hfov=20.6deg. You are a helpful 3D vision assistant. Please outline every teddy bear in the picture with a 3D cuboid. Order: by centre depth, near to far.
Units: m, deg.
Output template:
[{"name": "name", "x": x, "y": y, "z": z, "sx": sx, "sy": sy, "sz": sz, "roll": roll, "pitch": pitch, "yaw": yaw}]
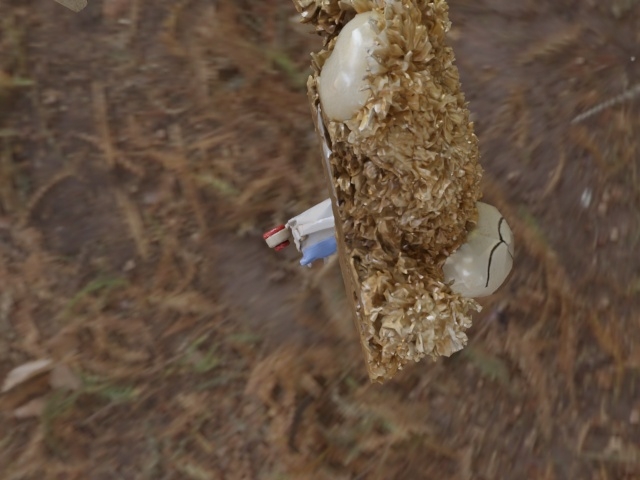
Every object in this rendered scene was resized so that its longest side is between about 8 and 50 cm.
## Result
[{"name": "teddy bear", "x": 0.056, "y": -0.053, "z": 1.056, "sx": 0.113, "sy": 0.245, "sz": 0.338, "roll": -12, "pitch": 125, "yaw": 0}]

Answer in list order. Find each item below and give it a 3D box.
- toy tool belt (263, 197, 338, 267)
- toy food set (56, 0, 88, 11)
[{"name": "toy tool belt", "x": 0.000, "y": 0.000, "z": 1.362, "sx": 0.083, "sy": 0.052, "sz": 0.051, "roll": -28, "pitch": 91, "yaw": 25}, {"name": "toy food set", "x": -0.082, "y": -0.136, "z": 0.679, "sx": 0.078, "sy": 0.019, "sz": 0.122, "roll": 27, "pitch": 141, "yaw": -31}]
